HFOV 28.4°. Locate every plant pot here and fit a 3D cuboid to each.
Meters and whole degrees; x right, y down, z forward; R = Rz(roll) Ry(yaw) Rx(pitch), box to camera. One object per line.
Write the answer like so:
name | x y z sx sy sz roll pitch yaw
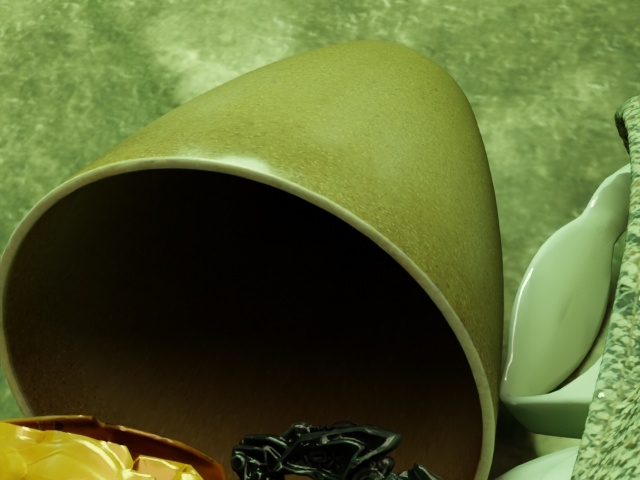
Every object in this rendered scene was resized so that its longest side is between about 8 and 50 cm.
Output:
plant pot | 0.000 0.000 0.658 0.237 0.237 0.254 6 35 19

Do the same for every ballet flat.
ballet flat | 0.164 0.081 0.592 0.182 0.164 0.483 -14 36 32

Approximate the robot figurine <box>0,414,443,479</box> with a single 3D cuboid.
robot figurine | -0.064 0.167 0.528 0.291 0.085 0.211 11 65 14
